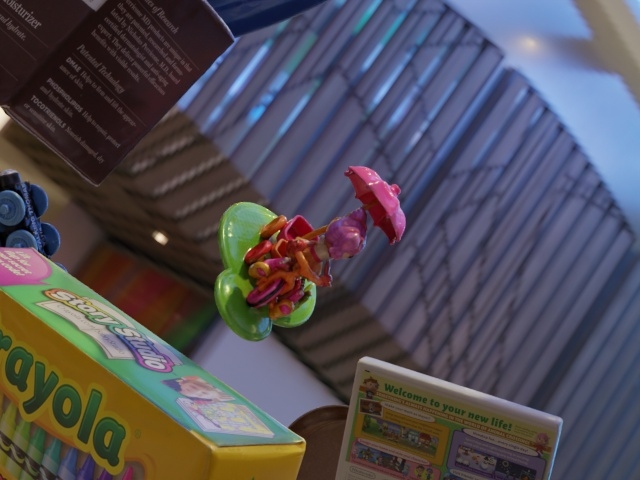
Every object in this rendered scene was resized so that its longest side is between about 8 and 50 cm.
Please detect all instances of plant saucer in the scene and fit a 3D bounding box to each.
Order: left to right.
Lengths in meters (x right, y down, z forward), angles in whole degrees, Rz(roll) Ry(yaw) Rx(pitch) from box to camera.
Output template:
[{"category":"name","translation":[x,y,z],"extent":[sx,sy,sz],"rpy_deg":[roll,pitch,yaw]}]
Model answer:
[{"category":"plant saucer","translation":[0.019,0.265,1.571],"extent":[0.168,0.168,0.029],"rpy_deg":[26,0,31]}]

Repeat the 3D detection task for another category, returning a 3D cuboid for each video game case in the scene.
[{"category":"video game case","translation":[0.120,0.236,1.443],"extent":[0.212,0.193,0.023],"rpy_deg":[16,18,19]}]

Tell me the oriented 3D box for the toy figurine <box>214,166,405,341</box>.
[{"category":"toy figurine","translation":[0.000,0.000,1.297],"extent":[0.159,0.173,0.130],"rpy_deg":[-30,-75,31]}]

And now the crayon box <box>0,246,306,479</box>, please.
[{"category":"crayon box","translation":[-0.203,0.213,1.109],"extent":[0.106,0.313,0.363],"rpy_deg":[2,20,-46]}]

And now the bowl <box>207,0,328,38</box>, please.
[{"category":"bowl","translation":[-0.109,-0.346,1.891],"extent":[0.391,0.391,0.077],"rpy_deg":[151,-79,-73]}]

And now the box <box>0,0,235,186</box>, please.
[{"category":"box","translation":[-0.229,-0.198,1.359],"extent":[0.168,0.203,0.167],"rpy_deg":[40,-3,33]}]

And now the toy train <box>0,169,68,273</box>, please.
[{"category":"toy train","translation":[-0.370,0.010,1.717],"extent":[0.105,0.184,0.080],"rpy_deg":[-13,5,22]}]
